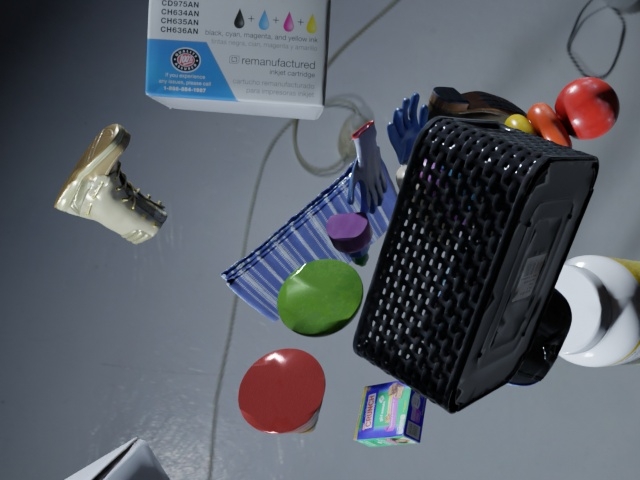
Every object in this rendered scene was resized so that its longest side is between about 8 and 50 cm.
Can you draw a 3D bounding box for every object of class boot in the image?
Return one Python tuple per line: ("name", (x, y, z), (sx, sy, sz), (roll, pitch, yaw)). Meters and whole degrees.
("boot", (0.284, -0.221, 1.383), (0.219, 0.106, 0.082), (5, 36, -25))
("boot", (-0.389, -0.103, 1.466), (0.203, 0.262, 0.095), (31, 40, -24))

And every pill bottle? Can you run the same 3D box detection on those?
("pill bottle", (0.496, 0.122, 1.264), (0.188, 0.334, 0.188), (-9, 78, 47))

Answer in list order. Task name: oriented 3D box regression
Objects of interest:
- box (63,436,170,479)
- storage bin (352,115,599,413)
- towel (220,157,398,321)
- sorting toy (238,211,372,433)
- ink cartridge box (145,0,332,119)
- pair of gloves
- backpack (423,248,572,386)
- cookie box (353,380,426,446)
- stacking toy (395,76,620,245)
("box", (-0.151, 0.271, 0.370), (0.262, 0.127, 0.231), (-31, 94, 12))
("storage bin", (0.108, 0.014, 0.510), (0.084, 0.122, 0.180), (29, 113, 33))
("towel", (0.000, 0.000, 1.297), (0.336, 0.243, 0.040), (-40, 61, 0))
("sorting toy", (0.007, 0.131, 1.065), (0.127, 0.126, 0.366), (6, 55, 25))
("ink cartridge box", (-0.074, -0.249, 0.737), (0.171, 0.168, 0.233), (3, 95, -2))
("pair of gloves", (0.107, -0.130, 1.141), (0.023, 0.159, 0.198), (25, 51, 37))
("backpack", (0.156, 0.067, 0.648), (0.114, 0.084, 0.105), (25, 96, -22))
("cookie box", (0.108, 0.265, 1.122), (0.040, 0.107, 0.092), (33, 55, -28))
("stacking toy", (0.281, -0.132, 1.088), (0.330, 0.141, 0.141), (-33, 74, 14))
